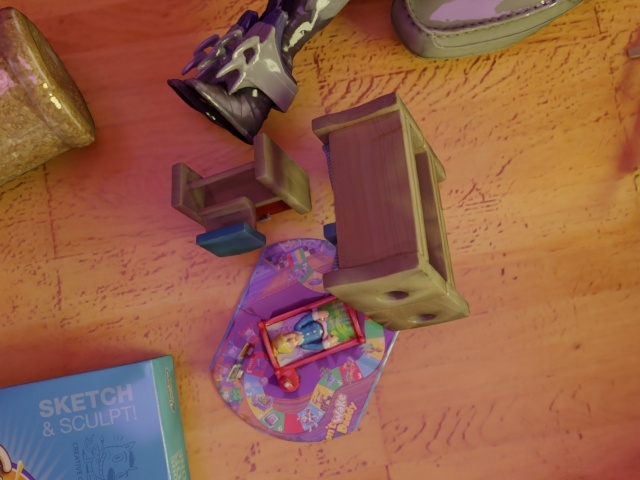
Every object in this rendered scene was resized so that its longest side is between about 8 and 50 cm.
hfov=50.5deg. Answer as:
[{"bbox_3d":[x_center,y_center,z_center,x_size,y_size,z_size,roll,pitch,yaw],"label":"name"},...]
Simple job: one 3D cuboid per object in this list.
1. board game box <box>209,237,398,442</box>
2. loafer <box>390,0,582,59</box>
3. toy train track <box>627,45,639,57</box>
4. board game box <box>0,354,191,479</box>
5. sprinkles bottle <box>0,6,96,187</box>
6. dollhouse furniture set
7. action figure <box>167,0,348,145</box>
[{"bbox_3d":[-0.010,0.081,0.551,0.133,0.033,0.169,24,85,4],"label":"board game box"},{"bbox_3d":[0.203,-0.250,0.543,0.319,0.111,0.112,-30,84,-2],"label":"loafer"},{"bbox_3d":[0.289,-0.146,0.574,0.048,0.014,0.083,-7,66,28],"label":"toy train track"},{"bbox_3d":[-0.256,0.236,0.523,0.316,0.064,0.242,-11,83,0],"label":"board game box"},{"bbox_3d":[-0.361,-0.048,0.525,0.355,0.121,0.121,-29,84,-4],"label":"sprinkles bottle"},{"bbox_3d":[0.000,0.000,0.513,0.183,0.129,0.129,-14,64,22],"label":"dollhouse furniture set"},{"bbox_3d":[0.002,-0.207,0.528,0.285,0.185,0.099,-53,130,-3],"label":"action figure"}]
